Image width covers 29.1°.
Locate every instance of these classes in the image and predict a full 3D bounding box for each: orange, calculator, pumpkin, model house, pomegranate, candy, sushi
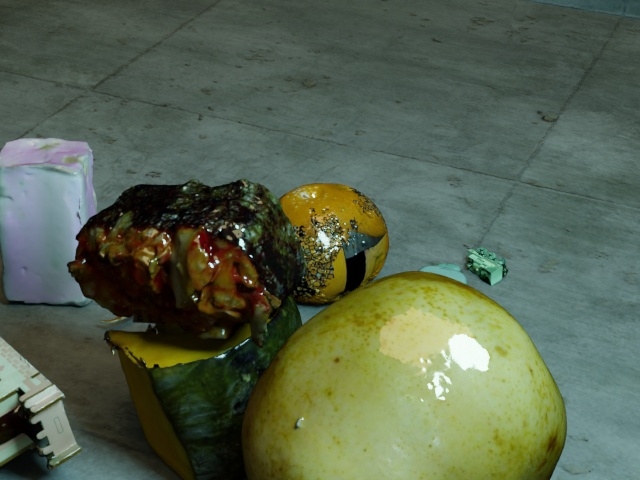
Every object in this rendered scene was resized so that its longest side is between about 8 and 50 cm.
[{"bbox_3d":[0.000,0.000,2.098,0.234,0.182,0.234,-11,30,6],"label":"orange"},{"bbox_3d":[0.201,0.078,2.113,0.095,0.021,0.153,13,37,17],"label":"calculator"},{"bbox_3d":[-0.144,0.179,1.745,0.256,0.225,0.303,8,35,26],"label":"pumpkin"},{"bbox_3d":[-0.513,0.249,1.700,0.244,0.169,0.326,-30,41,-29],"label":"model house"},{"bbox_3d":[0.108,0.243,1.496,0.417,0.416,0.416,1,32,0],"label":"pomegranate"},{"bbox_3d":[-0.450,-0.027,2.035,0.155,0.265,0.116,1,28,0],"label":"candy"},{"bbox_3d":[-0.167,0.035,1.629,0.343,0.196,0.182,4,46,38],"label":"sushi"}]

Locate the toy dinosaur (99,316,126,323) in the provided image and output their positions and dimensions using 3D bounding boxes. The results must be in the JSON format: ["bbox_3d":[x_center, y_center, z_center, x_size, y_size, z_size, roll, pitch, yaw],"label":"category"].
[{"bbox_3d":[-0.256,0.087,2.056,0.212,0.057,0.142,0,20,-4],"label":"toy dinosaur"}]

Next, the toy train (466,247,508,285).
[{"bbox_3d":[0.288,0.043,2.162,0.053,0.033,0.083,-28,41,-33],"label":"toy train"}]
